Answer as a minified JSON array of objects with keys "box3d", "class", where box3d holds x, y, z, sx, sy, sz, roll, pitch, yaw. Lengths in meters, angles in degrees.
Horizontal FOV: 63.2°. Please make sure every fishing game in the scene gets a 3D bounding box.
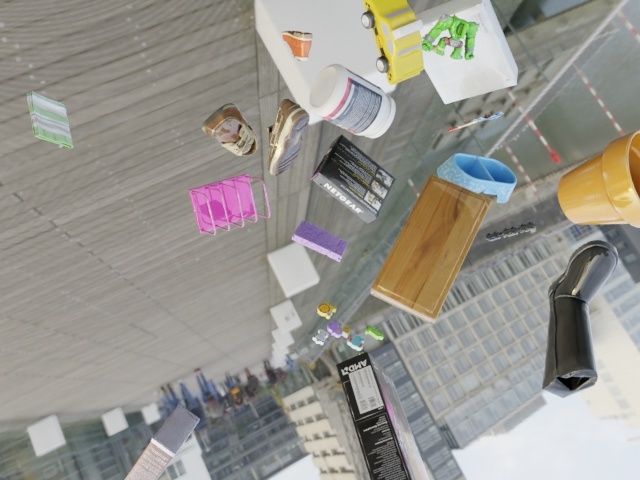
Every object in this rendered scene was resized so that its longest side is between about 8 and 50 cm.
[{"box3d":[0.605,-0.468,1.996,0.189,0.041,0.264,-12,-171,44],"class":"fishing game"}]

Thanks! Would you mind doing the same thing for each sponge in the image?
[{"box3d":[0.000,0.000,2.057,0.117,0.210,0.031,-64,180,-55],"class":"sponge"}]

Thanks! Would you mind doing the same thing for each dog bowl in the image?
[{"box3d":[0.536,-0.216,1.753,0.297,0.166,0.074,3,137,-27],"class":"dog bowl"}]

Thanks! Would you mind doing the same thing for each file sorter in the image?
[{"box3d":[-0.396,-0.159,2.314,0.291,0.202,0.182,-21,-159,-30],"class":"file sorter"}]

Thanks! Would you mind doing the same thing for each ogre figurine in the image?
[{"box3d":[0.411,-0.626,1.603,0.197,0.096,0.118,16,128,-10],"class":"ogre figurine"}]

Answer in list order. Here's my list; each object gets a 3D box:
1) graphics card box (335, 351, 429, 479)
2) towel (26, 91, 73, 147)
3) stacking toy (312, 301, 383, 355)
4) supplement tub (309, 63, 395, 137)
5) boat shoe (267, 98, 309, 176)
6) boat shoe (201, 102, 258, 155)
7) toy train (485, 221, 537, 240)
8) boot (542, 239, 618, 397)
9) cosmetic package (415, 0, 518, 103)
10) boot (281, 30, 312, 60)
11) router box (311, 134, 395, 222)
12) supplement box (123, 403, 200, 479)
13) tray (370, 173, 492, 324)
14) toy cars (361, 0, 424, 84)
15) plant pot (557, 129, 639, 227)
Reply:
[{"box3d":[0.159,0.469,1.210,0.094,0.370,0.233,-26,144,9],"class":"graphics card box"},{"box3d":[-0.752,-0.337,1.453,0.023,0.152,0.113,-33,157,25],"class":"towel"},{"box3d":[0.080,0.304,1.652,0.052,0.221,0.167,-50,160,-40],"class":"stacking toy"},{"box3d":[0.115,-0.492,1.864,0.272,0.191,0.191,18,140,-35],"class":"supplement tub"},{"box3d":[-0.107,-0.296,1.488,0.095,0.095,0.257,-30,161,-39],"class":"boat shoe"},{"box3d":[-0.254,-0.324,1.581,0.122,0.120,0.324,-41,178,8],"class":"boat shoe"},{"box3d":[0.611,-0.027,1.667,0.158,0.027,0.036,-17,157,22],"class":"toy train"},{"box3d":[0.884,0.267,1.766,0.367,0.146,0.445,98,16,-48],"class":"boot"},{"box3d":[0.519,-0.689,1.896,0.285,0.097,0.377,-5,146,37],"class":"cosmetic package"},{"box3d":[-0.076,-0.590,1.573,0.059,0.158,0.084,-11,121,-23],"class":"boot"},{"box3d":[0.082,-0.147,1.245,0.046,0.179,0.133,-29,-152,57],"class":"router box"},{"box3d":[-0.415,0.548,1.340,0.239,0.073,0.130,-55,180,27],"class":"supplement box"},{"box3d":[0.332,0.018,1.549,0.410,0.203,0.076,-60,165,-16],"class":"tray"},{"box3d":[0.193,-0.522,1.060,0.177,0.393,0.087,17,180,-25],"class":"toy cars"},{"box3d":[0.653,-0.118,1.165,0.205,0.205,0.188,-19,180,-33],"class":"plant pot"}]
